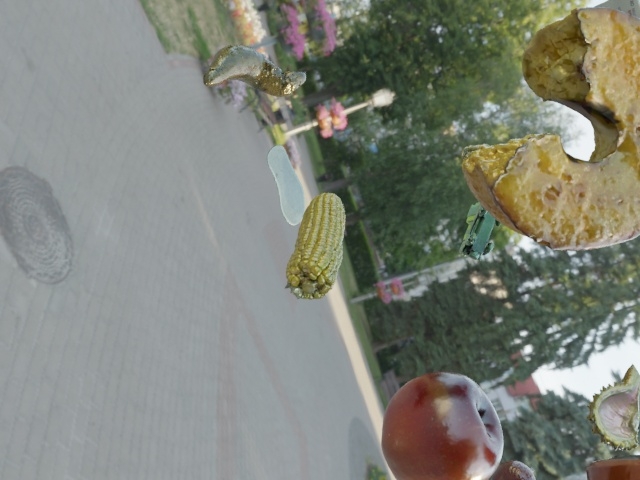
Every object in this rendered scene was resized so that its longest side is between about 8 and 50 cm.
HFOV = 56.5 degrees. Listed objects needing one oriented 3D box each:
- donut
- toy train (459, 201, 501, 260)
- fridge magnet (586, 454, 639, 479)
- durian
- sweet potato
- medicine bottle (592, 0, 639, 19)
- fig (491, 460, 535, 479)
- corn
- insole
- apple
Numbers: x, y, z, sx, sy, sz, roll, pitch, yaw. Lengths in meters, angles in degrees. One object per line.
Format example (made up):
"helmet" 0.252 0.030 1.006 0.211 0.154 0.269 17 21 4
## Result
"donut" 0.477 -0.174 1.103 0.378 0.435 0.163 34 -4 -16
"toy train" 0.504 -0.029 1.895 0.083 0.200 0.132 31 -15 -10
"fridge magnet" 0.630 0.475 1.070 0.363 0.364 0.155 63 30 -63
"durian" 0.749 0.416 1.508 0.224 0.140 0.078 -59 167 -17
"sweet potato" -0.167 -0.411 1.435 0.310 0.098 0.124 -5 49 -46
"medicine bottle" 0.611 -0.401 1.260 0.052 0.171 0.201 -6 83 -45
"fig" 0.523 0.625 1.583 0.153 0.119 0.119 -41 121 -41
"corn" 0.000 0.000 1.148 0.291 0.101 0.101 -76 150 -55
"insole" -0.079 -0.132 1.446 0.003 0.080 0.232 27 -34 41
"apple" 0.224 0.358 1.102 0.218 0.201 0.218 44 35 -43
